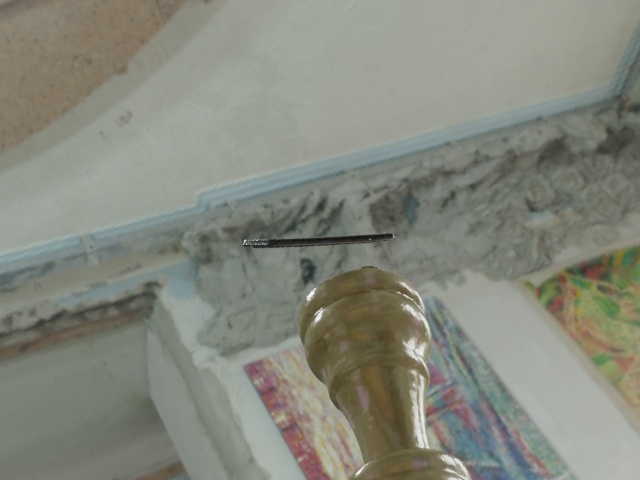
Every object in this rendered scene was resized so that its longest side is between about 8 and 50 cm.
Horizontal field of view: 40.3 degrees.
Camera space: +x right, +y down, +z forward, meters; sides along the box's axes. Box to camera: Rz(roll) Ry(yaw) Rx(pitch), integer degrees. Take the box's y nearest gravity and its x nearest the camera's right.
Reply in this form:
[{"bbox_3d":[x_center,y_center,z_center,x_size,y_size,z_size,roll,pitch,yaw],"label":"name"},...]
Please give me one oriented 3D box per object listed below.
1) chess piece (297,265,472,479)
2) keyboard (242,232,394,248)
[{"bbox_3d":[0.065,0.199,0.636,0.117,0.397,0.117,-6,-46,-6],"label":"chess piece"},{"bbox_3d":[0.000,0.000,0.864,0.155,0.053,0.010,-3,-89,-36],"label":"keyboard"}]
